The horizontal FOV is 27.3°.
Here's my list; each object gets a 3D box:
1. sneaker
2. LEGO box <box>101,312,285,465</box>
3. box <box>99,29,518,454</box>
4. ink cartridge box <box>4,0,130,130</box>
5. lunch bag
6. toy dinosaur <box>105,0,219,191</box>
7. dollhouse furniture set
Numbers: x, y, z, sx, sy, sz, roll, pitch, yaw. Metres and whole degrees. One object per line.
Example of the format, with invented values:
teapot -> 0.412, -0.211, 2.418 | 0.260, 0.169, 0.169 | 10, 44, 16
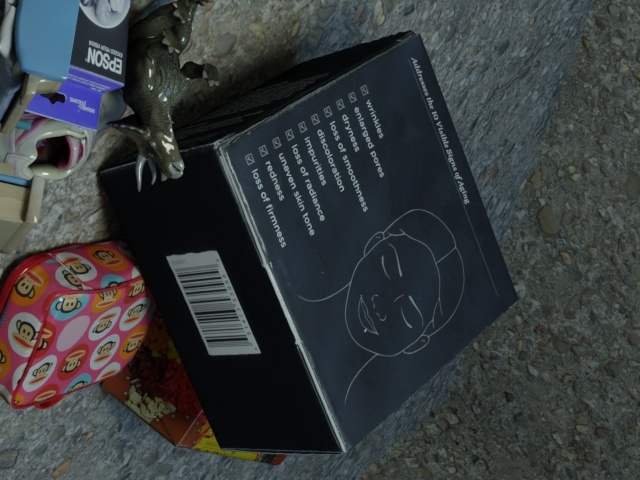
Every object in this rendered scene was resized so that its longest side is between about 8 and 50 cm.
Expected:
sneaker -> -0.331, -0.134, 1.685 | 0.252, 0.111, 0.103 | -34, 149, -43
LEGO box -> -0.127, 0.198, 2.432 | 0.372, 0.193, 0.500 | -56, 157, 0
box -> 0.000, 0.000, 2.000 | 0.471, 0.297, 0.480 | -34, 108, -41
ink cartridge box -> -0.299, -0.247, 1.565 | 0.206, 0.045, 0.208 | 10, 83, -66
lunch bag -> -0.370, 0.136, 1.961 | 0.293, 0.120, 0.258 | -13, 133, -59
toy dinosaur -> -0.215, -0.238, 1.703 | 0.160, 0.314, 0.121 | -27, 146, 32
dollhouse furniture set -> -0.387, -0.151, 1.353 | 0.286, 0.198, 0.303 | 150, -50, -62
